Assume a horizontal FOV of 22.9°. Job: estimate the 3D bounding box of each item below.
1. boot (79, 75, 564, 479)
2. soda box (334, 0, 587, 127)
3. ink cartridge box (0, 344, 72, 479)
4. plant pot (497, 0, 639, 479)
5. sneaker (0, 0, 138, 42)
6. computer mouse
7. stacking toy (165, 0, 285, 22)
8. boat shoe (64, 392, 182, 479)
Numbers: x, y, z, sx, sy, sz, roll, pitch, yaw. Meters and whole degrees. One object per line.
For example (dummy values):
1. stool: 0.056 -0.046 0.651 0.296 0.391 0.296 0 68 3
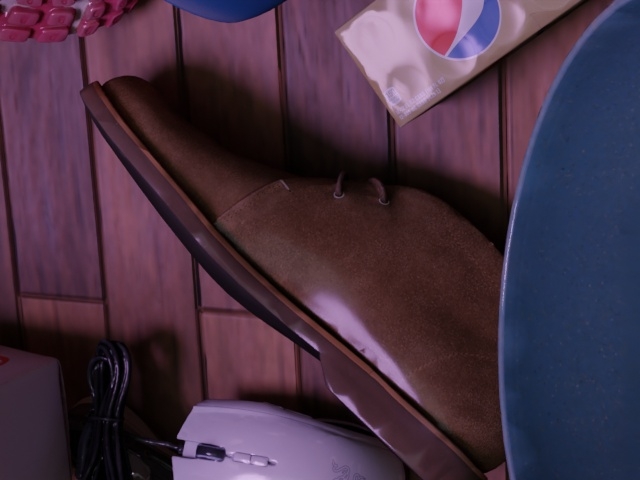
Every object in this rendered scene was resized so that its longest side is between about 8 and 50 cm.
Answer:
1. boot: 0.000 0.000 0.852 0.305 0.112 0.115 42 87 11
2. soda box: 0.099 -0.132 0.772 0.181 0.058 0.061 -34 90 28
3. ink cartridge box: -0.313 0.125 0.919 0.283 0.207 0.117 9 110 31
4. plant pot: 0.221 0.042 0.678 0.195 0.290 0.290 2 111 -15
5. sneaker: -0.227 -0.209 0.865 0.299 0.112 0.121 23 140 2
6. computer mouse: -0.048 0.121 0.897 0.193 0.042 0.106 8 77 10
7. stacking toy: -0.098 -0.262 0.780 0.302 0.166 0.175 45 103 17
8. boat shoe: -0.098 0.152 0.948 0.152 0.049 0.056 33 118 13
